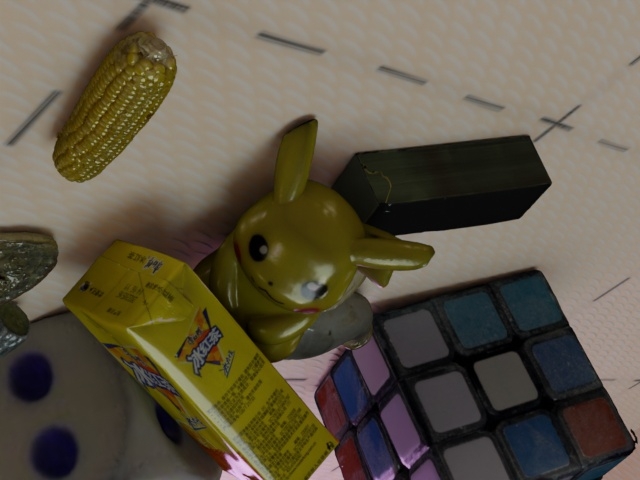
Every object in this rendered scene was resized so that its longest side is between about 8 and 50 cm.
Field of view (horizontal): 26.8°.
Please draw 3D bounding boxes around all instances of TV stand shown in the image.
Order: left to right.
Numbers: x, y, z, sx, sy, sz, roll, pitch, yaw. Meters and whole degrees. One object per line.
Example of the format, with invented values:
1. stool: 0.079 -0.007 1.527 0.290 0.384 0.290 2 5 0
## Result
1. TV stand: 0.153 -0.066 1.689 0.269 0.082 0.088 -7 153 -30

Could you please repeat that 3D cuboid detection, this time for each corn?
1. corn: -0.197 -0.124 1.273 0.067 0.067 0.206 -3 152 -38

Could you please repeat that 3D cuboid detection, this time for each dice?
1. dice: -0.291 0.248 1.745 0.243 0.251 0.259 -28 156 9

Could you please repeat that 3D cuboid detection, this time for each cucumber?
1. cucumber: -0.403 0.120 1.610 0.112 0.064 0.064 -33 154 22

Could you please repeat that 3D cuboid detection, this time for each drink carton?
1. drink carton: -0.136 0.159 1.601 0.111 0.154 0.351 -50 127 -19

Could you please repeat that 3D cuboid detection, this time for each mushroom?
1. mushroom: 0.014 0.116 1.932 0.118 0.103 0.270 -36 159 26

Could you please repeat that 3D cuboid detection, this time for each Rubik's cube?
1. Rubik's cube: 0.233 0.296 2.196 0.363 0.362 0.359 -9 155 -26

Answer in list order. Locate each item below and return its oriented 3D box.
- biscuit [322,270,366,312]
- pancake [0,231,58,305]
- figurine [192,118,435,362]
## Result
1. biscuit: 0.038 0.035 1.799 0.152 0.020 0.152 -44 157 -25
2. pancake: -0.367 0.032 1.501 0.158 0.028 0.158 -21 155 -10
3. figurine: -0.028 0.030 1.593 0.169 0.218 0.327 -55 -174 -33
